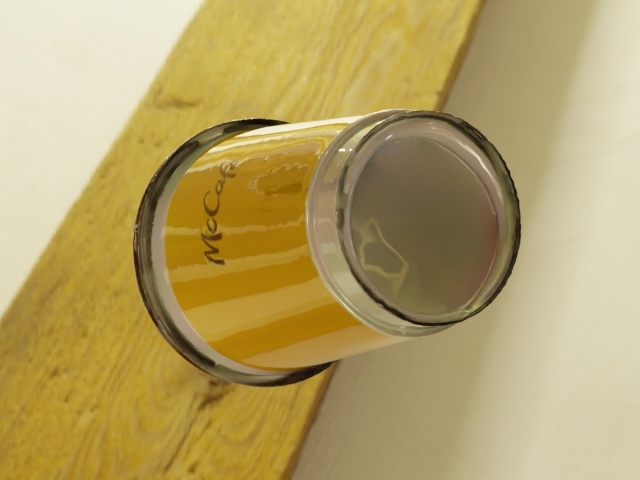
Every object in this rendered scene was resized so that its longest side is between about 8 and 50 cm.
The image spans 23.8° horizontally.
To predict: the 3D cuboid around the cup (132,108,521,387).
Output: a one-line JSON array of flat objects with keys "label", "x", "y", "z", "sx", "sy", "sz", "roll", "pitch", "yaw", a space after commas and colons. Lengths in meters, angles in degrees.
[{"label": "cup", "x": 0.000, "y": 0.000, "z": 1.011, "sx": 0.196, "sy": 0.280, "sz": 0.196, "roll": 3, "pitch": -96, "yaw": -27}]
